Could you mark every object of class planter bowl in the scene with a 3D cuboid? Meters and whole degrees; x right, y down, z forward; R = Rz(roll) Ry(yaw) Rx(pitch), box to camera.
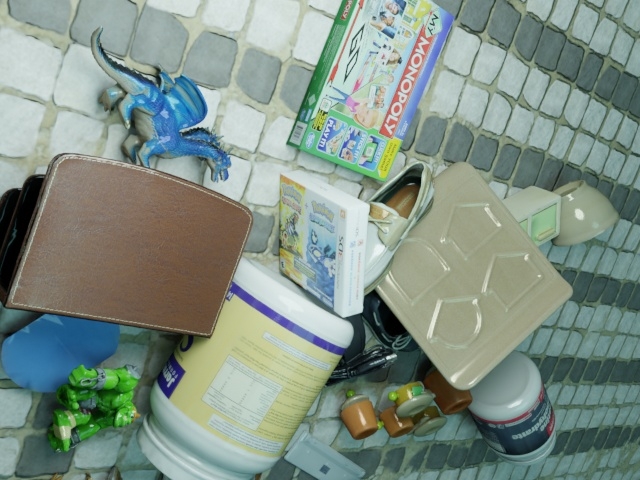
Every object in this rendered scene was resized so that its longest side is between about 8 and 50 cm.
[{"bbox_3d":[0.592,-0.073,1.594,0.162,0.162,0.109,-35,100,-20],"label":"planter bowl"}]

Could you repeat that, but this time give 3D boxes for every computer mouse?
[{"bbox_3d":[0.035,0.171,1.290,0.188,0.072,0.272,-17,119,-1],"label":"computer mouse"}]

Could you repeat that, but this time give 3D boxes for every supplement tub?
[{"bbox_3d":[0.466,0.412,1.679,0.191,0.191,0.272,-43,129,-14],"label":"supplement tub"},{"bbox_3d":[-0.124,0.220,1.112,0.241,0.241,0.331,33,89,-41],"label":"supplement tub"}]

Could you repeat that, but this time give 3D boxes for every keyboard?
[{"bbox_3d":[0.014,0.490,1.493,0.072,0.014,0.256,-47,130,-4],"label":"keyboard"}]

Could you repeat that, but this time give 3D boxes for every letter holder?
[{"bbox_3d":[-0.274,-0.008,0.956,0.301,0.152,0.215,16,98,-41],"label":"letter holder"}]

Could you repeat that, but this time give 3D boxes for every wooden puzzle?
[{"bbox_3d":[0.266,0.063,1.333,0.322,0.348,0.080,-37,172,-18],"label":"wooden puzzle"}]

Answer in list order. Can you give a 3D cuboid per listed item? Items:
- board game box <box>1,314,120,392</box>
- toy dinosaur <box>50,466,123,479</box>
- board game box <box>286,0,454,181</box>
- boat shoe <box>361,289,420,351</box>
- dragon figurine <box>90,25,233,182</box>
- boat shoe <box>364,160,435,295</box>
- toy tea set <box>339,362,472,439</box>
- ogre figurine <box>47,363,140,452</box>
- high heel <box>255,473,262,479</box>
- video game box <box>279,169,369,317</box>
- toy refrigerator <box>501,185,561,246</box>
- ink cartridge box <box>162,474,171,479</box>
[{"bbox_3d":[-0.386,0.149,1.021,0.168,0.033,0.133,-34,132,-14],"label":"board game box"},{"bbox_3d":[-0.417,0.445,1.109,0.211,0.064,0.112,-34,128,-20],"label":"toy dinosaur"},{"bbox_3d":[0.090,-0.279,1.177,0.213,0.046,0.317,15,100,-40],"label":"board game box"},{"bbox_3d":[0.157,0.169,1.408,0.095,0.079,0.254,-50,132,-12],"label":"boat shoe"},{"bbox_3d":[-0.218,-0.190,0.954,0.144,0.085,0.289,-36,132,-22],"label":"dragon figurine"},{"bbox_3d":[0.104,-0.028,1.231,0.302,0.113,0.103,-52,155,-28],"label":"boat shoe"},{"bbox_3d":[0.187,0.343,1.515,0.336,0.124,0.200,12,132,-43],"label":"toy tea set"},{"bbox_3d":[-0.343,0.247,1.050,0.118,0.097,0.197,-11,122,-41],"label":"ogre figurine"},{"bbox_3d":[-0.138,0.484,1.302,0.082,0.117,0.244,26,93,-41],"label":"high heel"},{"bbox_3d":[0.000,0.000,1.129,0.048,0.205,0.187,-10,115,-32],"label":"video game box"},{"bbox_3d":[0.409,-0.019,1.505,0.269,0.094,0.102,-24,123,-27],"label":"toy refrigerator"},{"bbox_3d":[-0.222,0.552,1.233,0.100,0.172,0.237,-2,111,-37],"label":"ink cartridge box"}]
